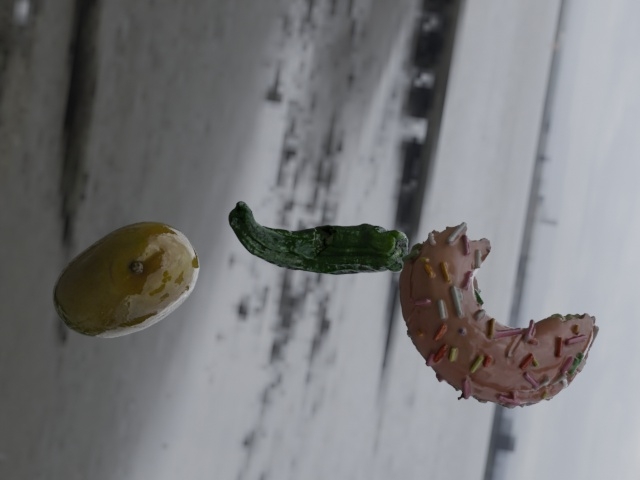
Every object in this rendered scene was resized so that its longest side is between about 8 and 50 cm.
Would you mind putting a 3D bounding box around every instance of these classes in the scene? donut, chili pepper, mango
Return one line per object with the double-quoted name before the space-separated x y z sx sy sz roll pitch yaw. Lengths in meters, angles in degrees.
"donut" 0.129 0.069 1.384 0.117 0.166 0.065 -65 -177 -33
"chili pepper" -0.002 0.002 1.819 0.073 0.182 0.050 91 7 -73
"mango" -0.180 0.037 1.656 0.092 0.130 0.194 63 -16 -4
